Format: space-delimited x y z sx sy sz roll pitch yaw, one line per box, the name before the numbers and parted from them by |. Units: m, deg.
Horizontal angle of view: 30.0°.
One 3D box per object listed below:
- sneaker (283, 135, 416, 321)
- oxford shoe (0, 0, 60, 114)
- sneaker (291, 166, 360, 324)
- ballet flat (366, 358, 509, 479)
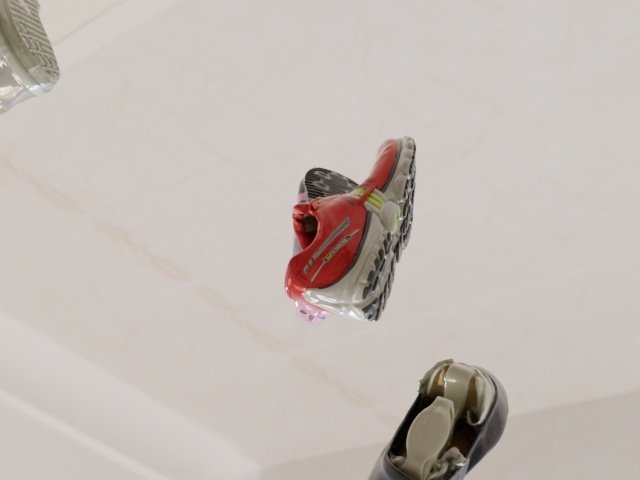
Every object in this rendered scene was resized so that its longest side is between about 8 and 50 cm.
sneaker | 0.032 -0.029 1.244 0.279 0.118 0.107 -65 -20 -52
oxford shoe | -0.459 -0.313 1.623 0.169 0.130 0.449 52 -172 -41
sneaker | 0.000 0.000 1.683 0.112 0.131 0.319 22 -156 -5
ballet flat | 0.091 0.131 0.855 0.074 0.074 0.203 59 -142 -11
